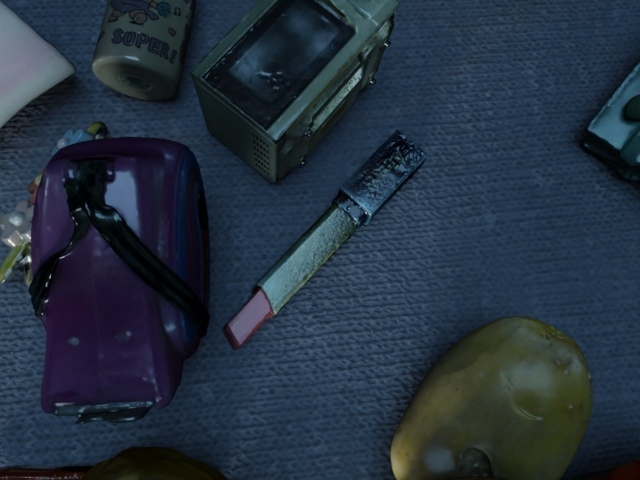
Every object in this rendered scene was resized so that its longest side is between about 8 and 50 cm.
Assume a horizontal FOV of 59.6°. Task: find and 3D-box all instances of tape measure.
[{"bbox_3d":[-0.184,0.019,0.525,0.149,0.245,0.232,-4,94,-3],"label":"tape measure"}]

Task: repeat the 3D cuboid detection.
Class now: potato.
[{"bbox_3d":[0.176,0.187,0.568,0.234,0.146,0.150,-53,54,7],"label":"potato"}]

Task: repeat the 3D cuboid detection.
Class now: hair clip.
[{"bbox_3d":[-0.308,-0.051,0.630,0.062,0.056,0.214,10,75,32],"label":"hair clip"}]

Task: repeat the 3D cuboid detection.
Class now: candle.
[{"bbox_3d":[-0.297,0.246,0.582,0.167,0.021,0.026,3,98,-4],"label":"candle"}]

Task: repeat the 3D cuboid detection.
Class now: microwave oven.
[{"bbox_3d":[-0.023,-0.186,0.622,0.129,0.163,0.205,39,79,5],"label":"microwave oven"}]

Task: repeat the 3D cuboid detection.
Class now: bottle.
[{"bbox_3d":[-0.196,-0.282,0.658,0.097,0.110,0.209,16,76,-32],"label":"bottle"}]

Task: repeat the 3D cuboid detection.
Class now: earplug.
[{"bbox_3d":[-0.433,-0.134,0.596,0.172,0.172,0.301,39,85,5],"label":"earplug"}]

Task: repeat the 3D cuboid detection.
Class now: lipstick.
[{"bbox_3d":[0.000,0.000,0.641,0.051,0.051,0.312,43,79,4],"label":"lipstick"}]

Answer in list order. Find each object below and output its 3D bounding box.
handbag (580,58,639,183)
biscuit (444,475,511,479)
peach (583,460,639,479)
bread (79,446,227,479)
[{"bbox_3d":[0.500,-0.154,0.650,0.268,0.100,0.274,40,89,14],"label":"handbag"},{"bbox_3d":[0.222,0.348,0.480,0.367,0.314,0.063,45,34,4],"label":"biscuit"},{"bbox_3d":[0.340,0.279,0.534,0.190,0.190,0.192,-39,81,-11],"label":"peach"},{"bbox_3d":[-0.191,0.329,0.412,0.147,0.328,0.337,29,80,-9],"label":"bread"}]
